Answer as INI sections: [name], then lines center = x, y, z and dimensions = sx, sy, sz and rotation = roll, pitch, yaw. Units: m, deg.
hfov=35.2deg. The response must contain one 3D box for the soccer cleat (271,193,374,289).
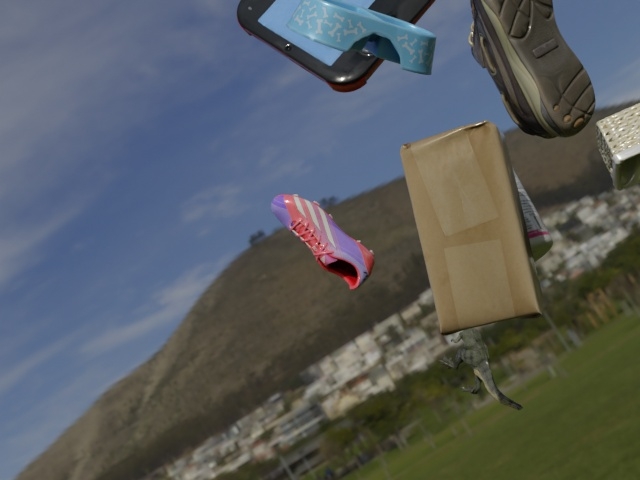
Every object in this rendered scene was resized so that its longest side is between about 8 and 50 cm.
[soccer cleat]
center = 0.000, 0.000, 2.020
dimensions = 0.083, 0.248, 0.095
rotation = -47, 9, 43

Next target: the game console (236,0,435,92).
[game console]
center = 0.031, -0.543, 2.310
dimensions = 0.342, 0.386, 0.060
rotation = -51, -24, -5

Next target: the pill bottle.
[pill bottle]
center = 0.334, -0.076, 2.037
dimensions = 0.160, 0.283, 0.160
rotation = -23, -19, -8

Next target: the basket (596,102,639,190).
[basket]
center = 0.601, -0.186, 1.859
dimensions = 0.167, 0.103, 0.113
rotation = -23, -31, 5

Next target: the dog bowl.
[dog bowl]
center = 0.085, -0.389, 1.883
dimensions = 0.297, 0.166, 0.074
rotation = 12, -70, -23

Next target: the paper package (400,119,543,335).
[paper package]
center = 0.269, -0.021, 1.737
dimensions = 0.168, 0.324, 0.309
rotation = -14, -1, 14

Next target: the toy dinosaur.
[toy dinosaur]
center = 0.320, 0.258, 2.107
dimensions = 0.064, 0.268, 0.118
rotation = -1, -34, -37

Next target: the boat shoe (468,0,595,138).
[boat shoe]
center = 0.273, -0.307, 1.491
dimensions = 0.132, 0.355, 0.130
rotation = -26, 5, -31
